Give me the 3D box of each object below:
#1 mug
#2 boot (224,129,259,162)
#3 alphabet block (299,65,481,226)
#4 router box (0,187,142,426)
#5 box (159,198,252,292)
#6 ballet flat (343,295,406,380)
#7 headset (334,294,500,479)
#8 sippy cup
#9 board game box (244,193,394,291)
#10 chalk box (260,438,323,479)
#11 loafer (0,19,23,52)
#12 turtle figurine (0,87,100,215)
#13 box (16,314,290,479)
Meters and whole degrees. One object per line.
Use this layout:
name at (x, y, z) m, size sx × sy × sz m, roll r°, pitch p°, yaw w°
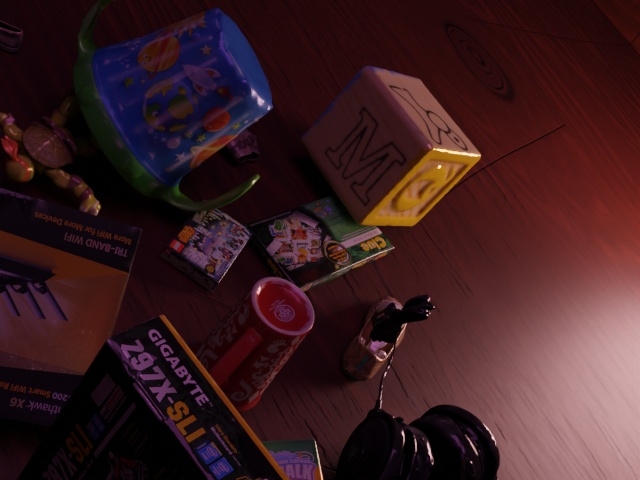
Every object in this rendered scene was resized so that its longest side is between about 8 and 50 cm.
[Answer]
mug at (-0.088, 0.145, 1.263) m, size 0.113 × 0.169 × 0.150 m, roll 26°, pitch 39°, yaw -17°
boot at (-0.155, -0.168, 1.625) m, size 0.118 × 0.042 × 0.087 m, roll -10°, pitch 61°, yaw -44°
alphabet block at (0.121, -0.158, 1.688) m, size 0.192 × 0.193 × 0.197 m, roll -1°, pitch 50°, yaw -52°
router box at (-0.381, 0.060, 1.075) m, size 0.308 × 0.081 × 0.243 m, roll 17°, pitch 84°, yaw -25°
box at (-0.168, 0.005, 1.453) m, size 0.094 × 0.027 × 0.137 m, roll 35°, pitch 38°, yaw -4°
ballet flat at (0.099, 0.139, 1.503) m, size 0.073 × 0.067 × 0.206 m, roll 37°, pitch 38°, yaw -3°
headset at (0.142, 0.281, 1.303) m, size 0.243 × 0.185 × 0.394 m, roll 3°, pitch 62°, yaw -38°
sippy cup at (-0.200, -0.213, 1.414) m, size 0.305 × 0.224 × 0.240 m, roll 51°, pitch 16°, yaw -44°
board game box at (0.000, 0.000, 1.594) m, size 0.259 × 0.030 × 0.136 m, roll -20°, pitch 64°, yaw -48°
chalk box at (-0.070, 0.312, 1.120) m, size 0.132 × 0.132 × 0.213 m, roll 1°, pitch 50°, yaw -16°
loafer at (-0.516, -0.338, 1.503) m, size 0.125 × 0.039 × 0.045 m, roll 30°, pitch 40°, yaw -12°
turtle figurine at (-0.387, -0.143, 1.374) m, size 0.269 × 0.087 × 0.217 m, roll 38°, pitch 38°, yaw -1°
box at (-0.166, 0.267, 0.956) m, size 0.079 × 0.322 × 0.257 m, roll -22°, pitch 67°, yaw -47°
